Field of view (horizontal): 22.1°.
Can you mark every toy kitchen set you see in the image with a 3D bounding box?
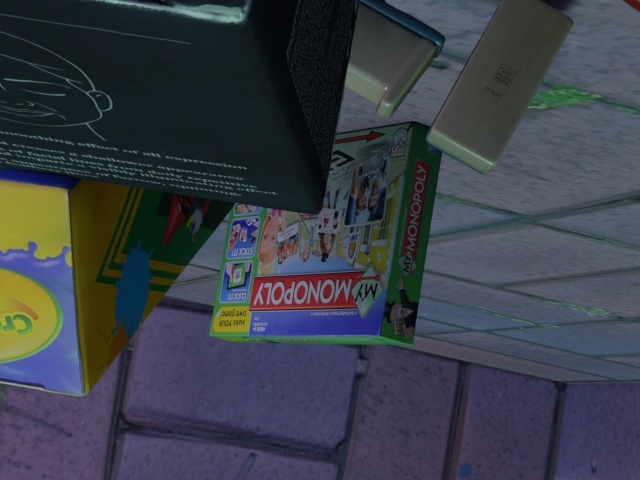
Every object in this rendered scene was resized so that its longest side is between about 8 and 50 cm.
[{"bbox_3d":[0.056,-0.141,1.217,0.207,0.122,0.166,30,171,1],"label":"toy kitchen set"}]

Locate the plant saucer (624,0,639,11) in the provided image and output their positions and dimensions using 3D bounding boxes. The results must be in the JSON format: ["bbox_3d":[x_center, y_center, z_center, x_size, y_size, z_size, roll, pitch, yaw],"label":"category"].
[{"bbox_3d":[0.289,-0.158,0.976,0.258,0.048,0.259,2,168,41],"label":"plant saucer"}]

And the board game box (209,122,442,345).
[{"bbox_3d":[0.000,0.000,1.696,0.046,0.213,0.317,16,168,-33],"label":"board game box"}]

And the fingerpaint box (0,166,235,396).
[{"bbox_3d":[-0.314,-0.070,1.239,0.444,0.163,0.371,8,-153,15],"label":"fingerpaint box"}]

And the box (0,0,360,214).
[{"bbox_3d":[-0.137,-0.169,0.840,0.293,0.212,0.395,9,171,6],"label":"box"}]
